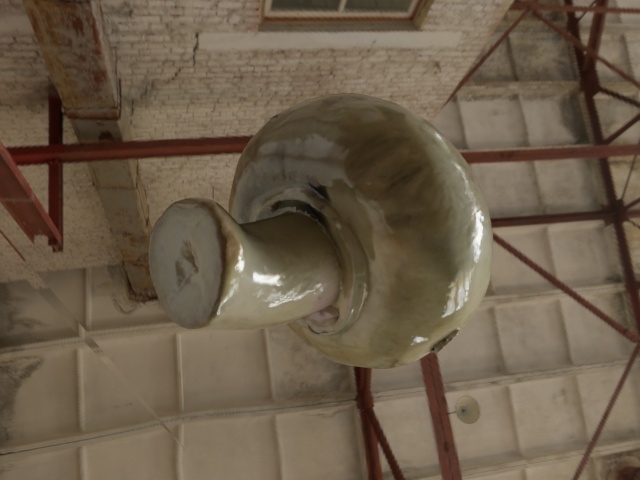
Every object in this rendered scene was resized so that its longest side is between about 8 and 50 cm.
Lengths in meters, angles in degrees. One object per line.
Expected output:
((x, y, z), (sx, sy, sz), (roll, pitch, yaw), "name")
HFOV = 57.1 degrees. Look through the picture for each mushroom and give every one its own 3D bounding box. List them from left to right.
((0.013, -0.023, 0.640), (0.356, 0.315, 0.315), (36, -118, -34), "mushroom")
